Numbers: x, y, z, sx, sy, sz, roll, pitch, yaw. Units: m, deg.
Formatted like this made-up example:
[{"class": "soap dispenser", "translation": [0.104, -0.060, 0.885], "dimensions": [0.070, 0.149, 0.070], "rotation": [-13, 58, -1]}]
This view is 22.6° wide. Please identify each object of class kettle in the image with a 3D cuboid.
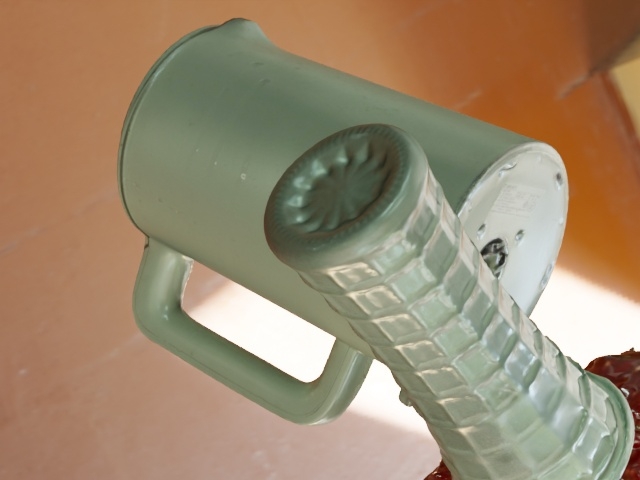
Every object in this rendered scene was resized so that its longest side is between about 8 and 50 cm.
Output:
[{"class": "kettle", "translation": [0.010, -0.010, 1.287], "dimensions": [0.205, 0.318, 0.265], "rotation": [-36, 140, -41]}]

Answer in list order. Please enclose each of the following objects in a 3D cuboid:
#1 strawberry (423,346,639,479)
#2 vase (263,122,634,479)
[{"class": "strawberry", "translation": [0.247, 0.246, 1.425], "dimensions": [0.292, 0.343, 0.292], "rotation": [-18, 90, -76]}, {"class": "vase", "translation": [0.085, 0.058, 1.054], "dimensions": [0.299, 0.143, 0.143], "rotation": [52, 44, -37]}]
